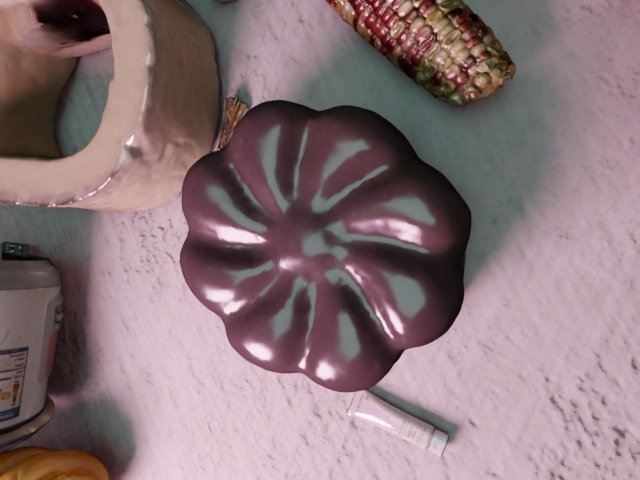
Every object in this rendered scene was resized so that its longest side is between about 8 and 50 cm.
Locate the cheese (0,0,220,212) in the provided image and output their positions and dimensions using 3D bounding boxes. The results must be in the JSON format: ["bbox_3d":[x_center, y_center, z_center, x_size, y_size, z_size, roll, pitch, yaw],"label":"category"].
[{"bbox_3d":[-0.302,-0.183,0.576,0.331,0.153,0.293,-1,90,17],"label":"cheese"}]

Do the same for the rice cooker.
[{"bbox_3d":[-0.474,0.144,0.580,0.264,0.316,0.317,8,94,-25],"label":"rice cooker"}]

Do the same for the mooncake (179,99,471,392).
[{"bbox_3d":[0.000,0.000,0.481,0.305,0.154,0.307,0,90,15],"label":"mooncake"}]

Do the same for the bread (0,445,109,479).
[{"bbox_3d":[-0.430,0.354,0.621,0.311,0.173,0.121,-20,56,14],"label":"bread"}]

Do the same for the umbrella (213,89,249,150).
[{"bbox_3d":[-0.114,-0.149,0.584,0.031,0.020,0.083,18,98,-22],"label":"umbrella"}]

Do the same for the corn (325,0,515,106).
[{"bbox_3d":[0.079,-0.249,0.481,0.098,0.098,0.290,-45,81,14],"label":"corn"}]

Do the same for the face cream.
[{"bbox_3d":[0.086,0.205,0.522,0.115,0.020,0.038,22,98,20],"label":"face cream"}]
